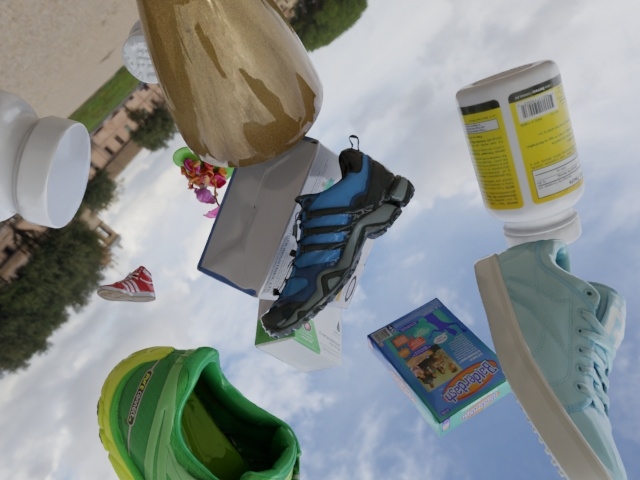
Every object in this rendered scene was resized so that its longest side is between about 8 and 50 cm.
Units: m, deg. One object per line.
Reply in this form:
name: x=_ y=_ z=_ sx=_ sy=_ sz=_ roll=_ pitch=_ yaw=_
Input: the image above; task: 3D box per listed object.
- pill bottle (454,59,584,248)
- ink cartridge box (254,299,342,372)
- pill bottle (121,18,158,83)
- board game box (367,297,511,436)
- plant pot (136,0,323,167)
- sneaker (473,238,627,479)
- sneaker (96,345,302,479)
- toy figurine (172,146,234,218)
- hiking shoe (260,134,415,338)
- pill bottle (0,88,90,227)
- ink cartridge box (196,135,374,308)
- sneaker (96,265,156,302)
pill bottle: x=0.390 y=-0.154 z=1.006 sx=0.188 sy=0.334 sz=0.188 roll=-18 pitch=-165 yaw=5
ink cartridge box: x=-0.047 y=0.158 z=1.328 sx=0.121 sy=0.211 sz=0.289 roll=-19 pitch=-128 yaw=28
pill bottle: x=-0.332 y=-0.428 z=1.116 sx=0.121 sy=0.121 sz=0.221 roll=-29 pitch=-147 yaw=29
board game box: x=0.204 y=0.210 z=0.911 sx=0.160 sy=0.047 sz=0.210 roll=-25 pitch=-138 yaw=-16
plant pot: x=-0.137 y=-0.270 z=0.720 sx=0.237 sy=0.254 sz=0.237 roll=-6 pitch=-118 yaw=11
sneaker: x=0.286 y=0.113 z=0.605 sx=0.150 sy=0.135 sz=0.366 roll=-29 pitch=-147 yaw=20
sneaker: x=-0.066 y=0.215 z=0.418 sx=0.123 sy=0.295 sz=0.109 roll=-23 pitch=-169 yaw=28
toy figurine: x=-0.276 y=-0.131 z=1.289 sx=0.130 sy=0.173 sz=0.159 roll=-35 pitch=-126 yaw=21
hiking shoe: x=0.000 y=0.000 z=0.761 sx=0.304 sy=0.132 sz=0.113 roll=-51 pitch=179 yaw=-14
pill bottle: x=-0.565 y=-0.143 z=0.798 sx=0.210 sy=0.363 sz=0.210 roll=-167 pitch=-90 yaw=-83
ink cartridge box: x=-0.013 y=-0.020 z=1.001 sx=0.151 sy=0.395 sz=0.270 roll=23 pitch=-88 yaw=32
sneaker: x=-0.366 y=0.079 z=0.988 sx=0.042 sy=0.118 sz=0.067 roll=-25 pitch=-114 yaw=30
